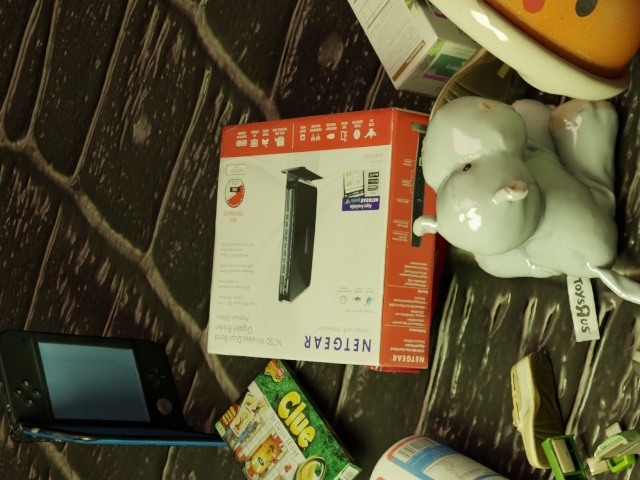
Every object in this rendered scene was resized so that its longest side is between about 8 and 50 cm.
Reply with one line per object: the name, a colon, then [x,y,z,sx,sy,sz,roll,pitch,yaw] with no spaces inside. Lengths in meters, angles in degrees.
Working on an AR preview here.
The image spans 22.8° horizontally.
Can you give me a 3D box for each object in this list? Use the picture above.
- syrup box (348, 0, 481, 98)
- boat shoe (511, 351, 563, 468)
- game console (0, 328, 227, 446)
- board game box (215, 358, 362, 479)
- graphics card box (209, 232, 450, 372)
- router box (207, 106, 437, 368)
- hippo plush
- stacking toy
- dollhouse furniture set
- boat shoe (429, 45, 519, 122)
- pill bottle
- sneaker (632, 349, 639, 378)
syrup box: [0.109,-0.296,2.004,0.096,0.093,0.237,-51,49,33]
boat shoe: [0.244,0.198,1.812,0.045,0.050,0.135,-29,53,48]
game console: [-0.283,0.211,2.252,0.173,0.293,0.250,-41,55,37]
board game box: [-0.047,0.272,2.100,0.136,0.030,0.259,-48,37,5]
graphics card box: [0.010,0.013,2.082,0.371,0.094,0.232,19,100,48]
router box: [0.000,0.000,1.958,0.335,0.082,0.301,-2,83,50]
hippo plush: [0.196,-0.035,1.750,0.234,0.236,0.294,-28,64,45]
stacking toy: [0.308,-0.415,1.619,0.480,0.351,0.350,-50,49,24]
dollhouse furniture set: [0.305,0.213,1.701,0.151,0.076,0.058,-48,53,50]
boat shoe: [0.189,-0.188,1.874,0.190,0.068,0.072,-46,16,-17]
pill bottle: [0.167,0.318,1.826,0.221,0.124,0.124,25,104,49]
sneaker: [0.388,0.196,1.607,0.222,0.083,0.118,32,110,47]
